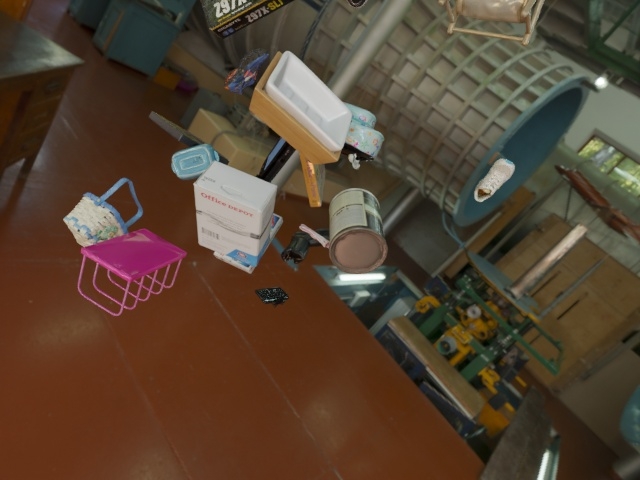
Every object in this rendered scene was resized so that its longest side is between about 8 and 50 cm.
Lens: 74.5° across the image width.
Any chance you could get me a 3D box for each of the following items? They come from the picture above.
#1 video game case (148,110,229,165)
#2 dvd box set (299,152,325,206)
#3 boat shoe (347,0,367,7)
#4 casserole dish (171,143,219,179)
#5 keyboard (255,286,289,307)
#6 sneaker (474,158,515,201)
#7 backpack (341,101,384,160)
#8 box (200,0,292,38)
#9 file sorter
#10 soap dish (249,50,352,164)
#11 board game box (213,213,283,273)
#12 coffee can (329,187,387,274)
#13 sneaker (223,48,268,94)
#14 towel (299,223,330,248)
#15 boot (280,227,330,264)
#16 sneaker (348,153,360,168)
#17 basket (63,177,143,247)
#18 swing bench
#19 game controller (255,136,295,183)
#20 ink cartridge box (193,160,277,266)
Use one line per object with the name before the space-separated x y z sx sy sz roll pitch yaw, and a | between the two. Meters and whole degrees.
video game case | -0.537 -0.414 1.725 0.275 0.035 0.248 38 7 35
dvd box set | -0.041 -0.418 2.047 0.062 0.420 0.307 -3 44 9
boat shoe | 0.117 -0.844 1.315 0.108 0.102 0.301 12 -20 1
casserole dish | -0.470 -0.290 1.563 0.037 0.188 0.114 -68 144 -79
keyboard | -0.180 0.221 1.717 0.100 0.038 0.192 46 18 19
sneaker | 0.710 -0.242 1.722 0.087 0.229 0.092 31 61 7
backpack | 0.124 -0.416 1.640 0.253 0.191 0.225 29 7 10
box | -0.220 -0.804 1.266 0.079 0.322 0.257 -9 81 -73
file sorter | -0.662 0.109 1.486 0.202 0.182 0.290 28 21 10
soap dish | -0.052 -0.370 1.197 0.291 0.118 0.229 37 44 -23
board game box | -0.333 -0.015 1.968 0.193 0.305 0.053 24 -24 15
coffee can | 0.131 -0.040 1.551 0.201 0.201 0.275 31 31 -20
sneaker | -0.288 -0.677 1.688 0.087 0.221 0.083 31 29 -49
towel | 0.000 0.000 1.727 0.144 0.029 0.197 34 -1 22
boot | -0.054 0.032 2.052 0.207 0.246 0.094 -67 150 -55
sneaker | 0.137 -0.300 1.603 0.083 0.037 0.032 39 48 -54
basket | -0.863 -0.093 1.726 0.201 0.255 0.289 27 60 10
swing bench | 0.519 -0.738 1.212 0.253 0.255 0.165 25 4 27
game controller | -0.147 -0.331 1.545 0.067 0.319 0.166 22 48 -26
ink cartridge box | -0.279 -0.079 1.382 0.223 0.307 0.129 22 52 4
